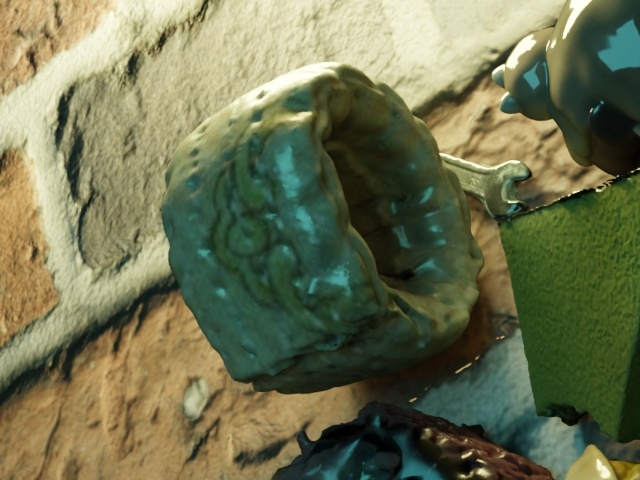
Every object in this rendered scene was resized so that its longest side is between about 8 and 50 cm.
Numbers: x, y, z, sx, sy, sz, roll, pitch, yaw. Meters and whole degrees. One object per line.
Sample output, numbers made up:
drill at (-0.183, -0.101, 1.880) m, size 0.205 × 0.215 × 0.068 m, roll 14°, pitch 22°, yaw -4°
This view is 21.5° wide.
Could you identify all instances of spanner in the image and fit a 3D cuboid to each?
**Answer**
spanner at (0.092, -0.081, 1.690) m, size 0.302 × 0.017 × 0.071 m, roll 19°, pitch 83°, yaw 42°

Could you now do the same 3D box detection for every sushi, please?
sushi at (0.086, 0.270, 1.440) m, size 0.270 × 0.171 × 0.236 m, roll 30°, pitch 90°, yaw 37°

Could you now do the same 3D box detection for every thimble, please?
thimble at (0.000, 0.000, 1.543) m, size 0.195 × 0.291 × 0.291 m, roll -24°, pitch 58°, yaw 34°

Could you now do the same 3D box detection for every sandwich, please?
sandwich at (0.249, 0.061, 1.389) m, size 0.245 × 0.063 × 0.212 m, roll 157°, pitch 104°, yaw -65°

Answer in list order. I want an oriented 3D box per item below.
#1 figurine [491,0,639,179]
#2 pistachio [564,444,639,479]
figurine at (0.330, -0.122, 1.382) m, size 0.248 × 0.203 × 0.380 m, roll -30°, pitch 39°, yaw -19°
pistachio at (0.260, 0.269, 1.332) m, size 0.157 × 0.157 × 0.229 m, roll -22°, pitch 55°, yaw 29°
